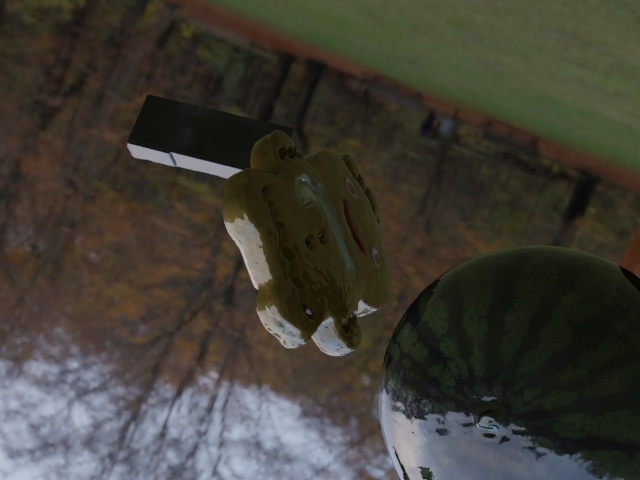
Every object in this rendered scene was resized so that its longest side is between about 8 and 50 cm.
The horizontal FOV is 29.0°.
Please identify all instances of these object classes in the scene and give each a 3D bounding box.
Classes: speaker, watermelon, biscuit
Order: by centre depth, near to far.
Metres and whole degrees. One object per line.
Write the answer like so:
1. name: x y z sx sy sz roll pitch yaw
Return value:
1. watermelon: 0.139 0.104 0.799 0.212 0.212 0.212 22 -174 -2
2. biscuit: 0.003 -0.001 0.994 0.035 0.184 0.249 -20 178 24
3. speaker: -0.145 -0.131 1.663 0.218 0.082 0.044 15 158 15

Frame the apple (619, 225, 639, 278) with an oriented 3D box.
1. apple: 0.422 0.041 1.042 0.340 0.339 0.339 22 -174 -2
